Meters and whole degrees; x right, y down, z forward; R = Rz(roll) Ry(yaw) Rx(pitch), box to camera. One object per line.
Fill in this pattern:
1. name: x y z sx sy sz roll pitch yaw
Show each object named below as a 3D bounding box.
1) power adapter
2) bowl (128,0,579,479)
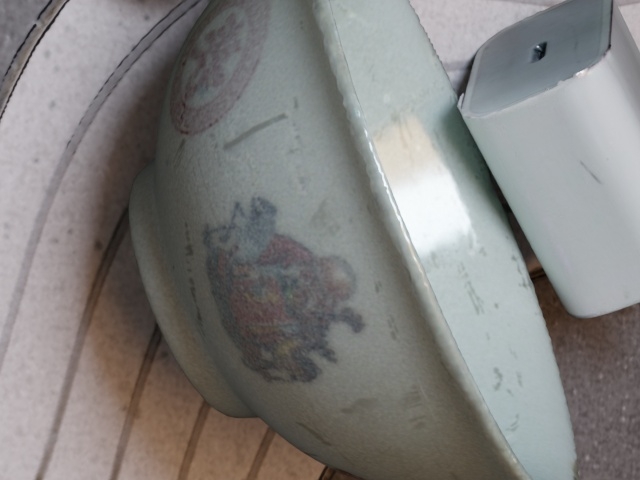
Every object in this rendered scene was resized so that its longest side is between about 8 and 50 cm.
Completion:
1. power adapter: 0.223 -0.044 1.271 0.255 0.124 0.187 59 24 -19
2. bowl: 0.000 0.000 1.072 0.435 0.196 0.435 -21 90 -76
